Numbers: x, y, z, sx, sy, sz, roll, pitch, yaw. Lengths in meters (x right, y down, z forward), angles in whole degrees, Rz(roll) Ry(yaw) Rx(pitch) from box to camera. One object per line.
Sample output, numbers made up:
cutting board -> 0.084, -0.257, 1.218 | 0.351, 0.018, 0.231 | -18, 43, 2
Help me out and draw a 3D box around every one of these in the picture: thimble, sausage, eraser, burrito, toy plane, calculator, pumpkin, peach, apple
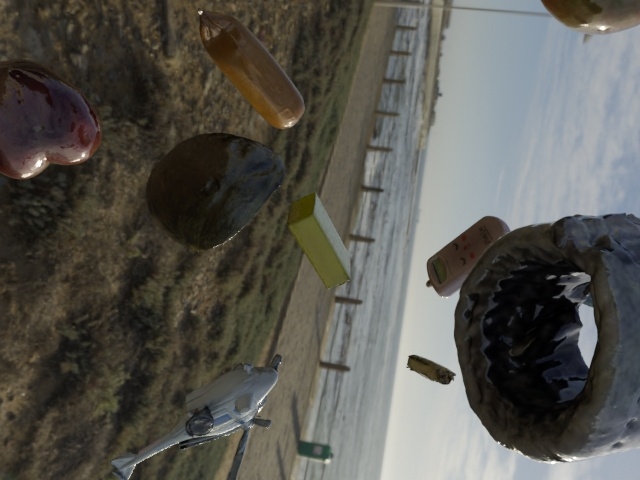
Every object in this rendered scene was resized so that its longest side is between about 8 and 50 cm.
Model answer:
thimble -> 0.255, 0.090, 0.550 | 0.217, 0.157, 0.245 | -117, -149, -47
sausage -> -0.150, -0.366, 1.185 | 0.328, 0.112, 0.112 | 45, 48, -43
eraser -> 0.000, 0.000, 0.851 | 0.122, 0.045, 0.097 | 60, 12, -21
burrito -> 0.257, 0.305, 1.338 | 0.185, 0.041, 0.045 | -172, -103, -72
toy plane -> -0.178, 0.246, 0.776 | 0.182, 0.273, 0.107 | -87, 153, -50
calculator -> 0.250, 0.029, 0.969 | 0.175, 0.032, 0.100 | -40, -152, 21
pumpkin -> -0.230, -0.081, 1.041 | 0.148, 0.312, 0.169 | 43, 28, -32
peach -> -0.369, -0.157, 0.719 | 0.152, 0.152, 0.152 | 8, 90, -80
apple -> 0.368, -0.366, 0.720 | 0.173, 0.188, 0.188 | -85, 176, -50

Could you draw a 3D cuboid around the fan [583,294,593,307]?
fan -> 0.563, 0.076, 1.152 | 0.131, 0.240, 0.009 | -43, 159, -15
